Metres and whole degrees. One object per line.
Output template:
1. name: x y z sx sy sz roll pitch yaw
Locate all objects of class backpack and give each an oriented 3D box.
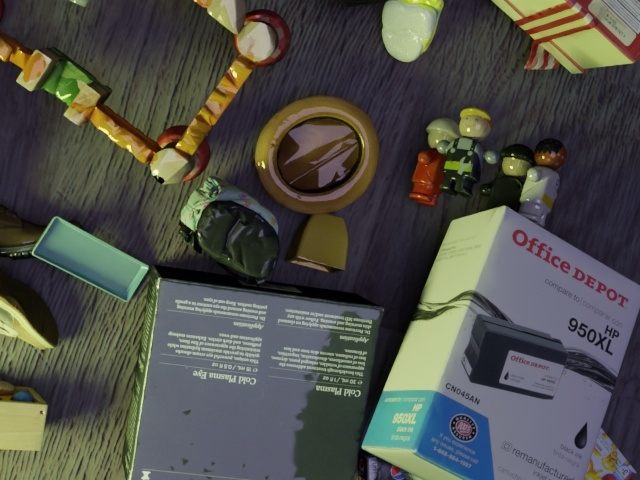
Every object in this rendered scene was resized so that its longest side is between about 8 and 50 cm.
1. backpack: -0.138 -0.023 1.748 0.152 0.182 0.115 38 90 -24

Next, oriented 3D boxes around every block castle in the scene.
1. block castle: -0.294 -0.316 1.676 0.453 0.213 0.303 35 100 -6

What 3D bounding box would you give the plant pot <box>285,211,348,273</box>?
1. plant pot: 0.000 0.000 1.831 0.081 0.081 0.083 15 82 -13

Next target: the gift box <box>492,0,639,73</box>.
1. gift box: 0.390 -0.405 1.778 0.255 0.258 0.276 44 87 -12

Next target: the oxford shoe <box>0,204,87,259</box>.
1. oxford shoe: -0.462 -0.016 1.733 0.227 0.083 0.096 -6 84 -17

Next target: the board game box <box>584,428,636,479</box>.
1. board game box: 0.345 0.400 1.907 0.275 0.144 0.142 -41 101 -6

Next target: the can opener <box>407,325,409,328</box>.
1. can opener: 0.264 0.091 1.884 0.283 0.095 0.076 -39 102 -5

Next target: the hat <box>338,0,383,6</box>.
1. hat: 0.074 -0.519 1.738 0.134 0.331 0.331 37 87 27

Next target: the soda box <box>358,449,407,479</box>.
1. soda box: 0.148 0.369 1.904 0.169 0.060 0.053 1 89 -13

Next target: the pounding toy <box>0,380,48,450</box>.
1. pounding toy: -0.487 0.242 1.737 0.130 0.141 0.100 8 94 -27

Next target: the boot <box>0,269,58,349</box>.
1. boot: -0.509 0.121 1.732 0.165 0.077 0.213 -29 134 14

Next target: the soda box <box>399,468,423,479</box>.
1. soda box: 0.264 0.305 1.863 0.286 0.091 0.098 -41 96 -23

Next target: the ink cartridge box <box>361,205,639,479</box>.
1. ink cartridge box: 0.278 0.188 1.745 0.285 0.166 0.395 29 71 -18

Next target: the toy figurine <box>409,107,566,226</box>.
1. toy figurine: 0.262 -0.112 1.807 0.213 0.209 0.148 20 81 -11

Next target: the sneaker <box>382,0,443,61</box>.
1. sneaker: 0.170 -0.392 1.802 0.091 0.240 0.126 32 46 19

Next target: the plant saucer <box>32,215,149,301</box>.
1. plant saucer: -0.343 0.028 1.747 0.192 0.018 0.067 33 88 -44

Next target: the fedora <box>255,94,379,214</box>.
1. fedora: -0.006 -0.134 1.815 0.194 0.079 0.194 -1 99 -6

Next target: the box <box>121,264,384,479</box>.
1. box: -0.109 0.220 1.777 0.343 0.179 0.312 9 93 -12
